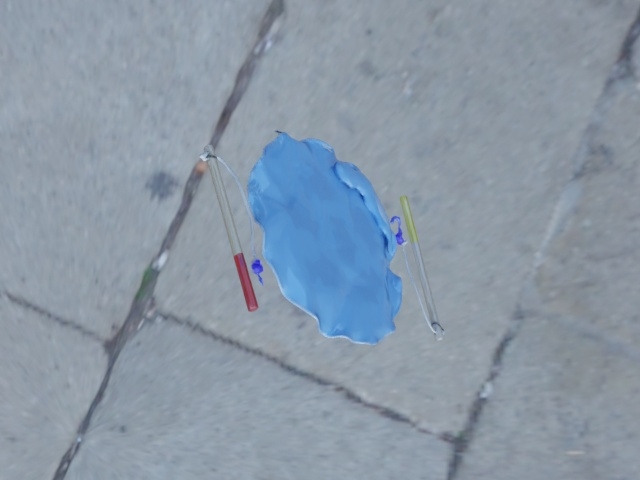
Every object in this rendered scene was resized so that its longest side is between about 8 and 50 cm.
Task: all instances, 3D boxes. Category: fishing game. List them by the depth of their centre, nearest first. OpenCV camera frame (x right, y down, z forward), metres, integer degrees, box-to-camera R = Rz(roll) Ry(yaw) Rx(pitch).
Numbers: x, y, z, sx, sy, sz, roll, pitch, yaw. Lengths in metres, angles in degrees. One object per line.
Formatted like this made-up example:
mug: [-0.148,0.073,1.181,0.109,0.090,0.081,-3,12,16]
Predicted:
fishing game: [0.000,0.000,1.350,0.041,0.264,0.189,-28,70,33]
